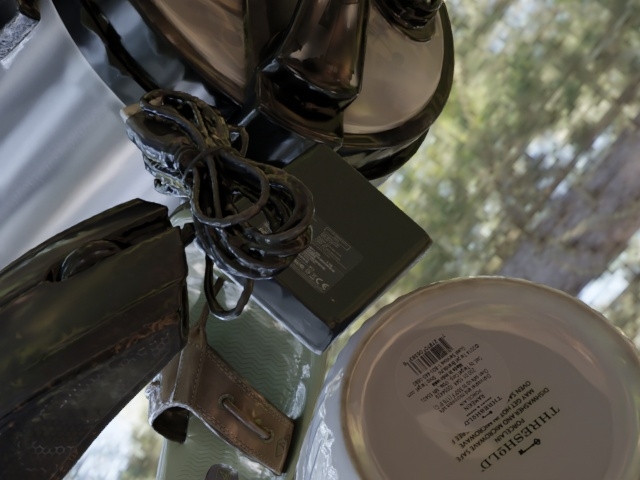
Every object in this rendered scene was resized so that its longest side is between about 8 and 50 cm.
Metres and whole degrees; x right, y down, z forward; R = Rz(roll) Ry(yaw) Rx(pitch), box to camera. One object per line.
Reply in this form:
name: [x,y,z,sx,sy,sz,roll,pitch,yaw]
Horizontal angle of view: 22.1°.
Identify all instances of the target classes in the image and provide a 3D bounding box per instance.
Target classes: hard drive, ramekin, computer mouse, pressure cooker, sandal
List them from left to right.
computer mouse: [-0.136,0.040,0.815,0.072,0.272,0.188,39,-176,-34]
pressure cooker: [-0.102,-0.155,1.285,0.375,0.420,0.370,-29,-97,-50]
sandal: [-0.063,0.117,1.080,0.120,0.303,0.086,13,-154,17]
hard drive: [0.000,0.000,0.932,0.094,0.022,0.135,41,-144,7]
ramekin: [0.089,0.117,0.869,0.207,0.109,0.207,0,-124,0]
